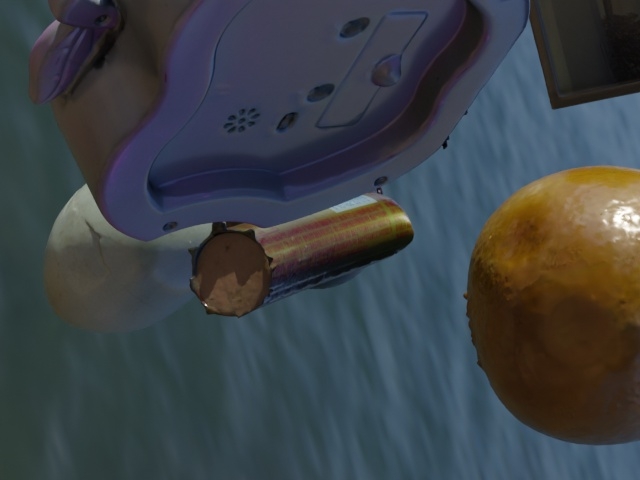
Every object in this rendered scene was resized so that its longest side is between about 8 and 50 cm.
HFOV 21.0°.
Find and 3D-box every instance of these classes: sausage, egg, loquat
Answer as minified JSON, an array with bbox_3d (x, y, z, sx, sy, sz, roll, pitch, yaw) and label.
[{"bbox_3d":[0.000,0.000,1.542,0.371,0.082,0.082,-17,89,-65],"label":"sausage"},{"bbox_3d":[-0.184,0.009,1.663,0.151,0.209,0.151,38,27,-24],"label":"egg"},{"bbox_3d":[0.319,0.073,1.949,0.328,0.328,0.328,-18,90,-75],"label":"loquat"}]

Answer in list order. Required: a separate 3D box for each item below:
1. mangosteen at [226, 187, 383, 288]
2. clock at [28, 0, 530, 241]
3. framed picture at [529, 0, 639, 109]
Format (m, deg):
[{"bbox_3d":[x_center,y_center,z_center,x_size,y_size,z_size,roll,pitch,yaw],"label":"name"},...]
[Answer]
[{"bbox_3d":[-0.019,-0.034,2.139,0.210,0.210,0.210,-18,90,-75],"label":"mangosteen"},{"bbox_3d":[-0.027,-0.134,1.171,0.102,0.338,0.338,63,10,27],"label":"clock"},{"bbox_3d":[0.351,-0.314,2.110,0.016,0.213,0.289,-57,134,-62],"label":"framed picture"}]
